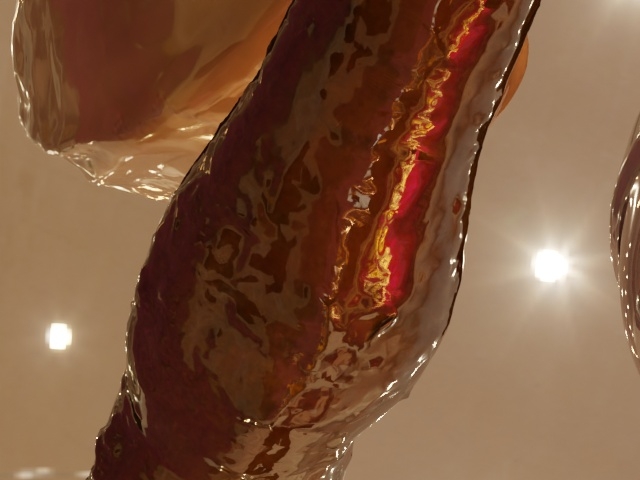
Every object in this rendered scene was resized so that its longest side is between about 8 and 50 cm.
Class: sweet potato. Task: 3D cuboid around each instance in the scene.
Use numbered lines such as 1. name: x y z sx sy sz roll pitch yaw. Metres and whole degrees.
1. sweet potato: 0.000 0.000 0.345 0.067 0.067 0.274 46 -59 37

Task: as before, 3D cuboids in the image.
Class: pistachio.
1. pistachio: -0.025 -0.071 0.543 0.229 0.157 0.157 179 -84 -68

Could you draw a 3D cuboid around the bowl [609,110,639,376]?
1. bowl: 0.260 0.037 0.769 0.287 0.287 0.144 -23 -153 40
